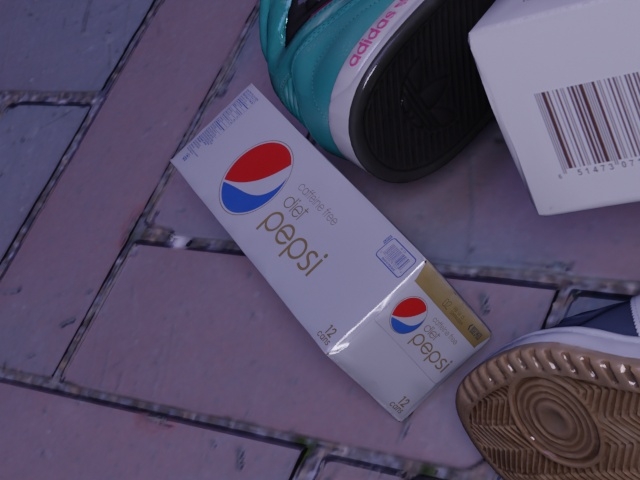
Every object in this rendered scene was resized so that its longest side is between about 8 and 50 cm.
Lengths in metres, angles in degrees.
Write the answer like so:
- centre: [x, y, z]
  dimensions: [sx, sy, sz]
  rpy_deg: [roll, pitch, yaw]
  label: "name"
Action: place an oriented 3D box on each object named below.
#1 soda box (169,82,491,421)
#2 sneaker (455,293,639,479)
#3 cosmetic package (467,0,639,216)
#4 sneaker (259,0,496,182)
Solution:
- centre: [0.000, 0.000, 0.800]
  dimensions: [0.069, 0.074, 0.216]
  rpy_deg: [-43, 40, 2]
  label: "soda box"
- centre: [0.188, 0.032, 0.605]
  dimensions: [0.153, 0.099, 0.282]
  rpy_deg: [-41, 11, -36]
  label: "sneaker"
- centre: [0.284, -0.144, 0.597]
  dimensions: [0.377, 0.097, 0.284]
  rpy_deg: [-10, 25, 34]
  label: "cosmetic package"
- centre: [0.075, -0.165, 0.850]
  dimensions: [0.295, 0.123, 0.178]
  rpy_deg: [-44, 38, -15]
  label: "sneaker"
